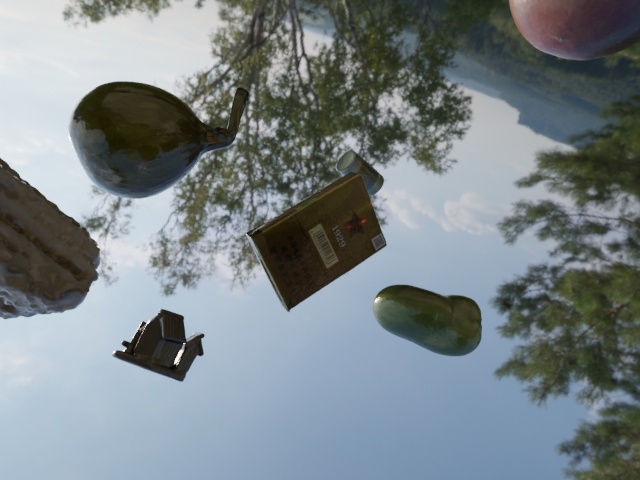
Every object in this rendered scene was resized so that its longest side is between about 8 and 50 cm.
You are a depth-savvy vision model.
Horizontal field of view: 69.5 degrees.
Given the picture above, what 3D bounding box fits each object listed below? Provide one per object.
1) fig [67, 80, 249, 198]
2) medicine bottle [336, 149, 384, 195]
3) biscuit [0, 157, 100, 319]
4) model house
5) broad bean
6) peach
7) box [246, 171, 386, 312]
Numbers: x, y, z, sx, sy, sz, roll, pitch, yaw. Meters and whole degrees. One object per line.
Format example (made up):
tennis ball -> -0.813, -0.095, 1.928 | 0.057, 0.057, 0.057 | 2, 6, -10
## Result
fig -> -0.199, -0.120, 0.568 | 0.186, 0.142, 0.148 | 13, -139, -8
medicine bottle -> 0.072, -0.120, 0.826 | 0.083, 0.047, 0.047 | 34, -166, -35
biscuit -> -0.312, -0.090, 0.243 | 0.143, 0.426, 0.079 | -6, -131, 27
model house -> -0.441, 0.300, 1.317 | 0.122, 0.188, 0.229 | 19, 164, 45
broad bean -> 0.081, 0.060, 0.355 | 0.083, 0.063, 0.045 | 12, -118, 12
peach -> 0.367, -0.369, 0.610 | 0.252, 0.253, 0.252 | 16, -155, -8
box -> 0.000, 0.000, 0.474 | 0.133, 0.090, 0.023 | -33, -153, -16
